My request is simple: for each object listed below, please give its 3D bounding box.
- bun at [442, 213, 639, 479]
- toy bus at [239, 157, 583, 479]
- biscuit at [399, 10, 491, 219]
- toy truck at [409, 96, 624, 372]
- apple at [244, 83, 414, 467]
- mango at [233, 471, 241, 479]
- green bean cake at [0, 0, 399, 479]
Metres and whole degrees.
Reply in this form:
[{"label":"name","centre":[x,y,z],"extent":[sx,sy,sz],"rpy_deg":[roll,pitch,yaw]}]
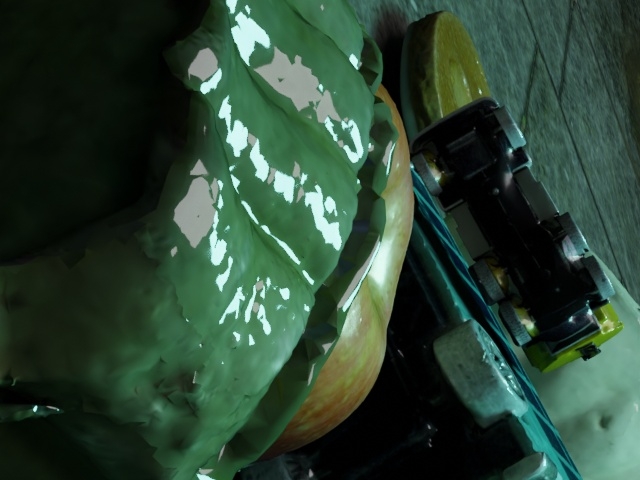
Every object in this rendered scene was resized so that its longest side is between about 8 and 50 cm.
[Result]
[{"label":"bun","centre":[0.096,0.122,0.970],"extent":[0.263,0.175,0.263],"rpy_deg":[50,-20,26]},{"label":"toy bus","centre":[0.021,0.051,0.767],"extent":[0.147,0.128,0.256],"rpy_deg":[47,15,-52]},{"label":"biscuit","centre":[0.102,-0.089,1.287],"extent":[0.208,0.049,0.181],"rpy_deg":[-32,107,-70]},{"label":"toy truck","centre":[0.089,0.000,0.738],"extent":[0.123,0.052,0.063],"rpy_deg":[61,6,11]},{"label":"apple","centre":[-0.060,-0.009,0.628],"extent":[0.199,0.199,0.199],"rpy_deg":[-14,90,-70]},{"label":"mango","centre":[-0.048,0.140,0.711],"extent":[0.127,0.063,0.077],"rpy_deg":[-41,110,-74]},{"label":"green bean cake","centre":[-0.101,-0.020,0.435],"extent":[0.125,0.227,0.222],"rpy_deg":[54,29,-42]}]
